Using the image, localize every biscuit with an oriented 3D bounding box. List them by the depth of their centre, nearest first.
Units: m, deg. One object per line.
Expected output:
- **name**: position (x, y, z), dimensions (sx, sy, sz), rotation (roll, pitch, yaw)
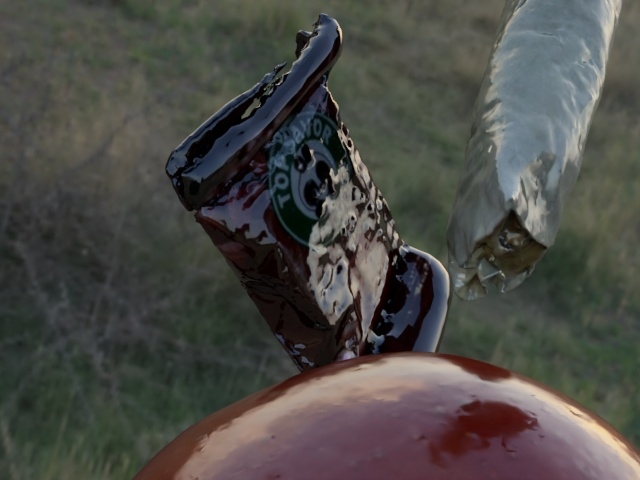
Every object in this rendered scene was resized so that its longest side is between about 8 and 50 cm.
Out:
- **biscuit**: position (0.003, -0.004, 0.881), dimensions (0.063, 0.235, 0.151), rotation (-4, 41, 32)

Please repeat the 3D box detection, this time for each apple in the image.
- **apple**: position (0.031, 0.177, 0.561), dimensions (0.260, 0.261, 0.216), rotation (7, 5, -30)

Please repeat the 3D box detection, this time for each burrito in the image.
- **burrito**: position (0.138, -0.127, 0.927), dimensions (0.076, 0.117, 0.392), rotation (18, 51, 0)
